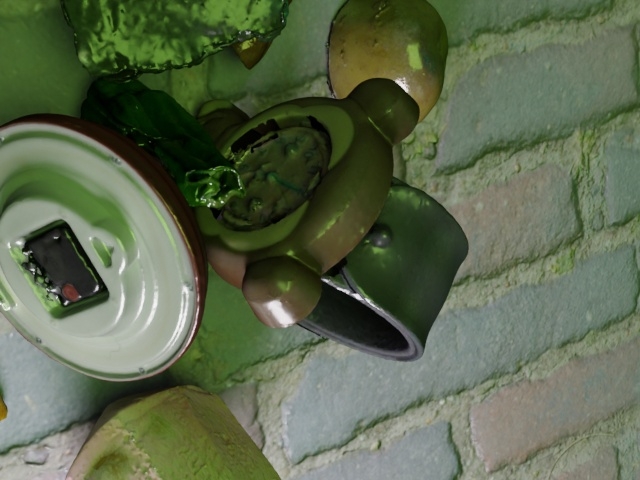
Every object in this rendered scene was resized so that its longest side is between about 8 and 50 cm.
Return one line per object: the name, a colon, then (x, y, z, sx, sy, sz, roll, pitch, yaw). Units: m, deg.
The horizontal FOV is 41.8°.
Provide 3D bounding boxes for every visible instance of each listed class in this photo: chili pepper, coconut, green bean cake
chili pepper: (-0.178, -0.113, 0.951, 0.099, 0.253, 0.084, -14, 128, -42)
coconut: (-0.191, 0.297, 1.047, 0.233, 0.245, 0.233, -39, 158, -19)
green bean cake: (-0.174, -0.314, 0.920, 0.241, 0.132, 0.255, -19, 100, -4)

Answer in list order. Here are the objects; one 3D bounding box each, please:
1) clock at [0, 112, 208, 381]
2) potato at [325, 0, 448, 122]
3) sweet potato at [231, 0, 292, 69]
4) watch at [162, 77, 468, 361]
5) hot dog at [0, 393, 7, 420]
clock: (-0.266, 0.018, 0.911, 0.080, 0.318, 0.319, -44, 125, -54)
potato: (0.114, -0.242, 1.140, 0.182, 0.117, 0.202, -11, 106, -28)
sweet potato: (-0.072, -0.337, 1.034, 0.097, 0.097, 0.252, 17, 90, -30)
watch: (0.000, 0.000, 1.049, 0.314, 0.335, 0.327, -62, 140, -19)
hot dog: (-0.421, 0.164, 1.006, 0.044, 0.028, 0.137, -44, 124, -41)
